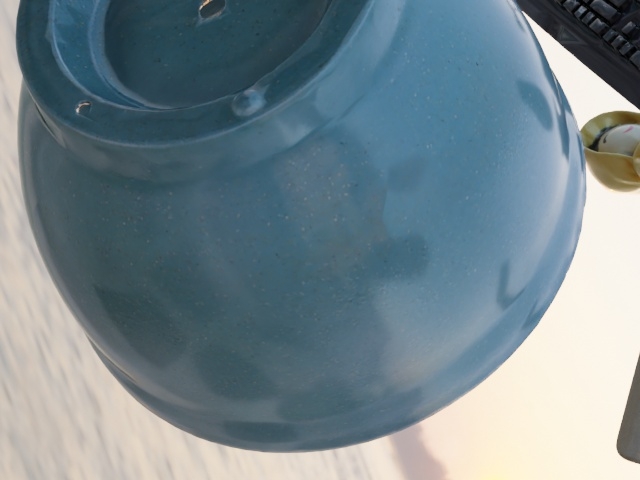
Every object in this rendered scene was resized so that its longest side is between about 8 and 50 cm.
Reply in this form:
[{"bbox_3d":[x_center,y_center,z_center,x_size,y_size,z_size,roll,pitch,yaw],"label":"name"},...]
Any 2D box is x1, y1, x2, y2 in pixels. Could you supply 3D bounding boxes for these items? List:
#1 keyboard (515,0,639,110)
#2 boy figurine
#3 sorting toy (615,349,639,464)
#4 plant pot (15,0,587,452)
[{"bbox_3d":[0.252,-0.243,1.051,0.033,0.201,0.317,32,15,-36],"label":"keyboard"},{"bbox_3d":[0.350,-0.107,1.183,0.092,0.177,0.285,45,-26,-15],"label":"boy figurine"},{"bbox_3d":[0.367,0.127,1.101,0.047,0.196,0.347,82,25,-73],"label":"sorting toy"},{"bbox_3d":[-0.029,-0.068,0.641,0.196,0.293,0.293,59,8,-56],"label":"plant pot"}]
